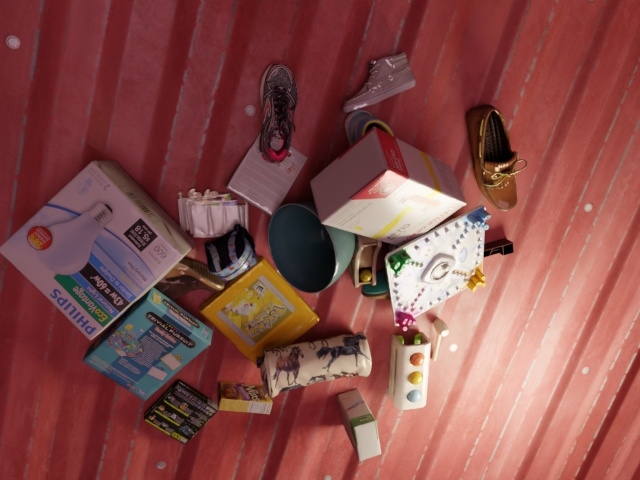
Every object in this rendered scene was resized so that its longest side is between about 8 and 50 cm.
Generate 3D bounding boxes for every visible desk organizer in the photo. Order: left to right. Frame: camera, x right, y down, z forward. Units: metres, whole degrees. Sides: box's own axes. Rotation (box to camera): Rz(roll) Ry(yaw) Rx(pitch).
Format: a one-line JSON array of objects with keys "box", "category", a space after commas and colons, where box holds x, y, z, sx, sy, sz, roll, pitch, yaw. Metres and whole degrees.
[{"box": [0.646, 0.035, 1.959, 0.130, 0.050, 0.047, -15, 111, -8], "category": "desk organizer"}]

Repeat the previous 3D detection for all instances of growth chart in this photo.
[{"box": [-0.341, -0.081, 1.702, 0.237, 0.021, 0.172, 4, 107, -14], "category": "growth chart"}]

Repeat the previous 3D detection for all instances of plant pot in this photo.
[{"box": [0.000, 0.000, 1.699, 0.195, 0.290, 0.291, -23, 118, -44], "category": "plant pot"}]

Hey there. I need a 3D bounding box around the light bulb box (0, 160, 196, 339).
[{"box": [-0.624, 0.019, 1.523, 0.361, 0.225, 0.358, -43, 98, 3], "category": "light bulb box"}]

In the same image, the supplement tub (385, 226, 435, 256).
[{"box": [0.307, -0.005, 1.818, 0.116, 0.117, 0.191, 29, 91, -20], "category": "supplement tub"}]

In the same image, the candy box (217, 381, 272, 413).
[{"box": [-0.272, 0.562, 1.890, 0.186, 0.109, 0.053, 11, 106, -17], "category": "candy box"}]

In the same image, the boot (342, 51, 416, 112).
[{"box": [0.168, -0.498, 1.653, 0.258, 0.095, 0.124, -26, 107, -13], "category": "boot"}]

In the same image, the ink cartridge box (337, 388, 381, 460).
[{"box": [0.142, 0.683, 1.974, 0.093, 0.212, 0.155, -14, 110, -12], "category": "ink cartridge box"}]

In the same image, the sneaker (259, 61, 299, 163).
[{"box": [-0.119, -0.382, 1.595, 0.120, 0.112, 0.300, -1, 100, -14], "category": "sneaker"}]

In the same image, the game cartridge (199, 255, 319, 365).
[{"box": [-0.207, 0.256, 1.833, 0.285, 0.053, 0.324, -40, 112, 2], "category": "game cartridge"}]

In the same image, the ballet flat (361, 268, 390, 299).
[{"box": [0.310, 0.133, 1.896, 0.342, 0.116, 0.124, -33, 132, -5], "category": "ballet flat"}]

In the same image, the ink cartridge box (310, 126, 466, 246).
[{"box": [0.209, -0.142, 1.591, 0.384, 0.161, 0.279, 14, 139, -41], "category": "ink cartridge box"}]

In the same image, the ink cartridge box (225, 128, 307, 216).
[{"box": [-0.173, -0.217, 1.692, 0.181, 0.056, 0.225, 32, 80, -21], "category": "ink cartridge box"}]

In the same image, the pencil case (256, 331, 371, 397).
[{"box": [-0.012, 0.433, 1.858, 0.409, 0.160, 0.184, -7, 143, -19], "category": "pencil case"}]

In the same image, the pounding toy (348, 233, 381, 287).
[{"box": [0.180, 0.023, 1.789, 0.154, 0.154, 0.270, -6, 110, -11], "category": "pounding toy"}]

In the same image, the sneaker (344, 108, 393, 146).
[{"box": [0.178, -0.248, 1.667, 0.127, 0.208, 0.319, -27, 113, -4], "category": "sneaker"}]

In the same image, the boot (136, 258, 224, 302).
[{"box": [-0.467, 0.158, 1.736, 0.248, 0.090, 0.207, 28, 112, -21], "category": "boot"}]

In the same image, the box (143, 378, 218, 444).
[{"box": [-0.497, 0.615, 1.891, 0.184, 0.045, 0.190, -46, 113, 7], "category": "box"}]

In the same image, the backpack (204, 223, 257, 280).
[{"box": [-0.278, 0.055, 1.666, 0.158, 0.173, 0.117, -30, 124, 5], "category": "backpack"}]

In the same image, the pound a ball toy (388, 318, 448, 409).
[{"box": [0.381, 0.471, 2.000, 0.208, 0.136, 0.320, -3, 110, -12], "category": "pound a ball toy"}]

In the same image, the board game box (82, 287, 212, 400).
[{"box": [-0.562, 0.344, 1.728, 0.336, 0.079, 0.253, -41, 113, 16], "category": "board game box"}]

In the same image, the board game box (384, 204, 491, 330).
[{"box": [0.416, 0.108, 1.825, 0.389, 0.050, 0.390, -27, 136, -12], "category": "board game box"}]

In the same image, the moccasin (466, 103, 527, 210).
[{"box": [0.603, -0.273, 1.792, 0.139, 0.147, 0.380, -17, 111, -7], "category": "moccasin"}]
